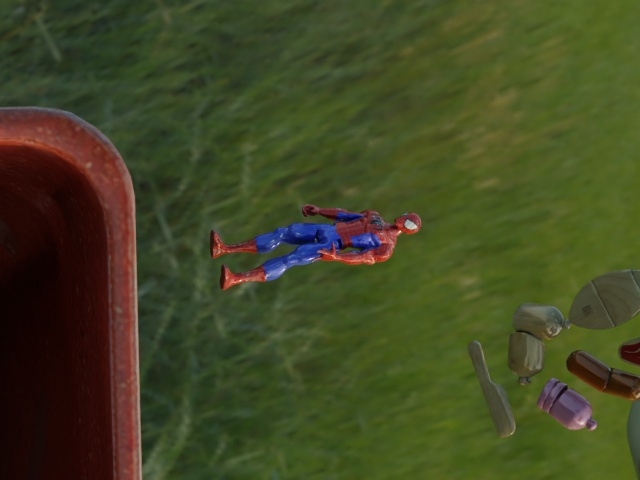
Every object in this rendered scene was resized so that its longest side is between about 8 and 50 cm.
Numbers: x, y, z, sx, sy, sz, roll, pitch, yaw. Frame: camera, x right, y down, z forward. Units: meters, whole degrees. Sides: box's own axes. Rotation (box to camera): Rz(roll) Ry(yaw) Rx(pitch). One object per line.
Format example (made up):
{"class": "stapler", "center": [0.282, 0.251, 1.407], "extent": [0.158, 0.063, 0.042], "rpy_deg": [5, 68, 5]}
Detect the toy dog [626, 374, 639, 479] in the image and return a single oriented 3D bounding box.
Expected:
{"class": "toy dog", "center": [0.411, 0.118, 1.134], "extent": [0.395, 0.408, 0.284], "rpy_deg": [59, 18, -25]}

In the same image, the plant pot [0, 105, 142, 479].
{"class": "plant pot", "center": [-0.186, 0.114, 0.392], "extent": [0.236, 0.267, 0.267], "rpy_deg": [178, -90, -77]}

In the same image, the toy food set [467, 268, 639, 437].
{"class": "toy food set", "center": [0.144, 0.062, 0.905], "extent": [0.019, 0.122, 0.078], "rpy_deg": [-10, 80, -63]}

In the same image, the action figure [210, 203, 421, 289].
{"class": "action figure", "center": [0.000, 0.000, 0.908], "extent": [0.030, 0.115, 0.038], "rpy_deg": [99, -24, -49]}
